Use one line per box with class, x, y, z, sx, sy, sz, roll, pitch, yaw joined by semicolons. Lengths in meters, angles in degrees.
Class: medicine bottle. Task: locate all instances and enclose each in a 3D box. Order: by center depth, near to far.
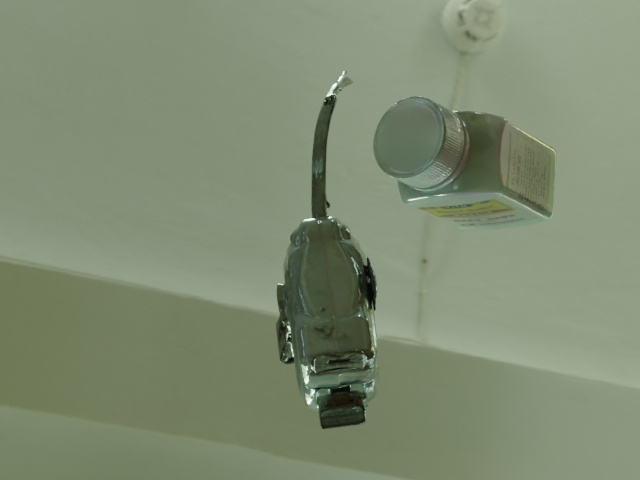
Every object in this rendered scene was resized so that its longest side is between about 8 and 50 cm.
medicine bottle;0.087;-0.046;0.851;0.118;0.074;0.055;23;-111;-50

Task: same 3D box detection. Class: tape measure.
tape measure;-0.001;-0.001;1.172;0.084;0.164;0.330;-2;-130;-5
